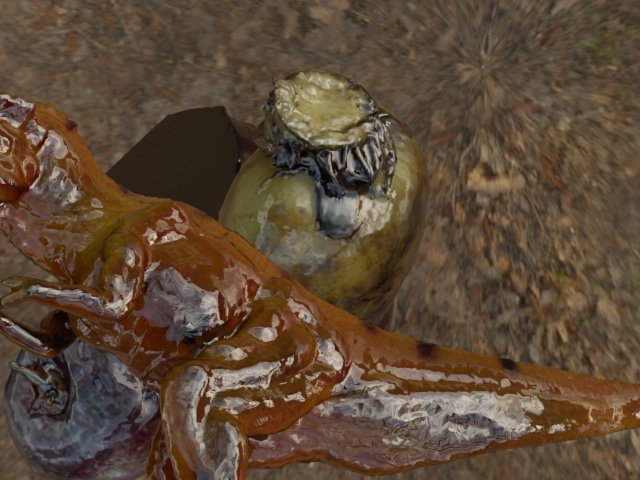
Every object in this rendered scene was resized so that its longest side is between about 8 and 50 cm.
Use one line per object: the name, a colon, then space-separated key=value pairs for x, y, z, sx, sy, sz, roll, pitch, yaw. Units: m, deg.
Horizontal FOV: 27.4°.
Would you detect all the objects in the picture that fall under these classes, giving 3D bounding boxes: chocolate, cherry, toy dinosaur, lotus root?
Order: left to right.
cherry: x=-0.200 y=0.140 z=1.243 sx=0.195 sy=0.195 sz=0.195 roll=1 pitch=98 yaw=7
chocolate: x=-0.090 y=0.062 z=1.585 sx=0.331 sy=0.383 sz=0.383 roll=31 pitch=102 yaw=-34
toy dinosaur: x=-0.024 y=0.081 z=0.579 sx=0.432 sy=0.097 sz=0.208 roll=29 pitch=63 yaw=-14
lotus root: x=0.000 y=0.000 z=0.965 sx=0.141 sy=0.169 sz=0.314 roll=24 pitch=143 yaw=9
